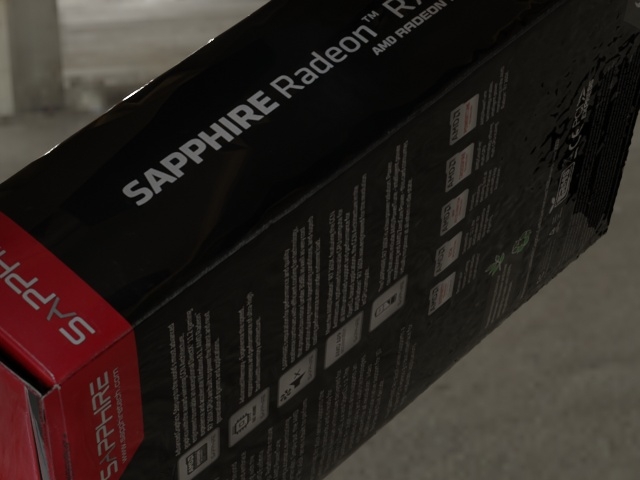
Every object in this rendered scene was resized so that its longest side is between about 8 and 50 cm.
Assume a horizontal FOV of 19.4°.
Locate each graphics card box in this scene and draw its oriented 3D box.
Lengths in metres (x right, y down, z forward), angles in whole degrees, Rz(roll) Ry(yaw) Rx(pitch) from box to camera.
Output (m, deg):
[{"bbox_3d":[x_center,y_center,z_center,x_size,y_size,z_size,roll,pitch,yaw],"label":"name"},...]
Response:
[{"bbox_3d":[0.000,0.000,0.812,0.094,0.233,0.371,38,59,25],"label":"graphics card box"}]
